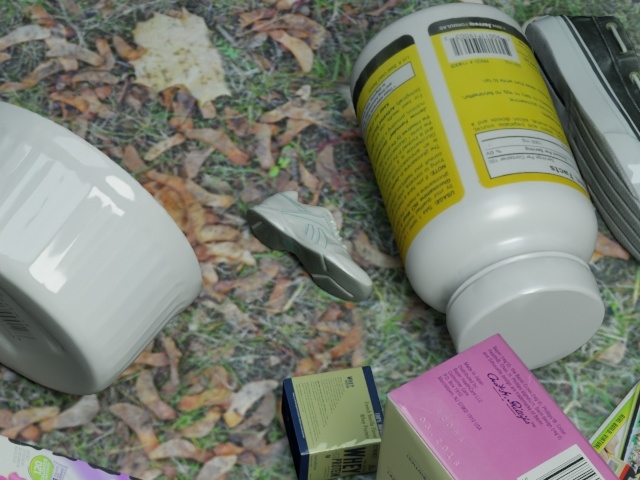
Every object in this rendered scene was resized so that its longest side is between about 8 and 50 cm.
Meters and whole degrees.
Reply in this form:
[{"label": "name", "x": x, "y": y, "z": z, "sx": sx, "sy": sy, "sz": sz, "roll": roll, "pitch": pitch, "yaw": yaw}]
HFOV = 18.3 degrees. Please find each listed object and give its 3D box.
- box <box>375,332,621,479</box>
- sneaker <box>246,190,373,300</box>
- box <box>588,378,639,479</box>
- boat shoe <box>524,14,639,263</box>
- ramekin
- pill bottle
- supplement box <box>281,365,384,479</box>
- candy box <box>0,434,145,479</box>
[{"label": "box", "x": 0.152, "y": 0.240, "z": 1.652, "sx": 0.117, "sy": 0.243, "sz": 0.213, "roll": -27, "pitch": 59, "yaw": -21}, {"label": "sneaker", "x": 0.000, "y": 0.000, "z": 1.932, "sx": 0.152, "sy": 0.054, "sz": 0.061, "roll": 39, "pitch": 58, "yaw": 23}, {"label": "box", "x": 0.324, "y": 0.183, "z": 1.830, "sx": 0.114, "sy": 0.036, "sz": 0.207, "roll": 34, "pitch": 59, "yaw": 19}, {"label": "boat shoe", "x": 0.315, "y": -0.117, "z": 1.992, "sx": 0.119, "sy": 0.121, "sz": 0.335, "roll": -16, "pitch": 55, "yaw": -9}, {"label": "ramekin", "x": -0.256, "y": 0.016, "z": 1.778, "sx": 0.277, "sy": 0.277, "sz": 0.135, "roll": 29, "pitch": 65, "yaw": 16}, {"label": "pill bottle", "x": 0.153, "y": -0.048, "z": 1.893, "sx": 0.187, "sy": 0.188, "sz": 0.334, "roll": -9, "pitch": 56, "yaw": -10}, {"label": "supplement box", "x": 0.013, "y": 0.168, "z": 1.810, "sx": 0.083, "sy": 0.056, "sz": 0.083, "roll": -9, "pitch": 55, "yaw": -9}, {"label": "candy box", "x": -0.237, "y": 0.265, "z": 1.670, "sx": 0.196, "sy": 0.070, "sz": 0.165, "roll": 21, "pitch": 52, "yaw": -22}]
